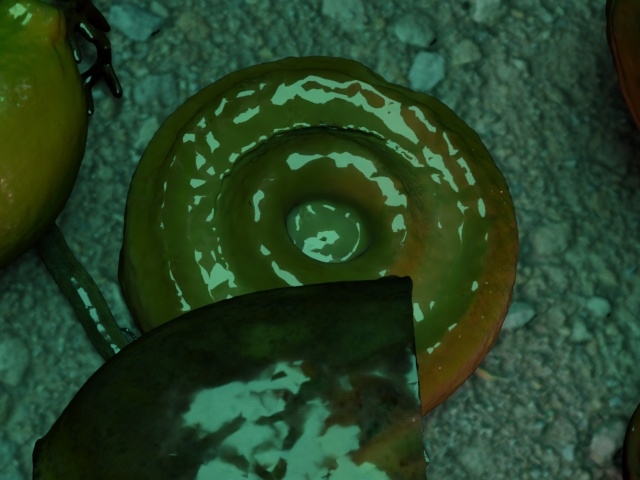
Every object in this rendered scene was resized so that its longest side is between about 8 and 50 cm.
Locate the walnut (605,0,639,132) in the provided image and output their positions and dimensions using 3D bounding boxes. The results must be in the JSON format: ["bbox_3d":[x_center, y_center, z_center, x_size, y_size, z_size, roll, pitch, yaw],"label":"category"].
[{"bbox_3d":[0.395,-0.144,1.316,0.397,0.354,0.308,3,95,-6],"label":"walnut"}]

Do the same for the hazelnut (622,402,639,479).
[{"bbox_3d":[0.308,0.162,1.283,0.201,0.160,0.170,7,35,-4],"label":"hazelnut"}]

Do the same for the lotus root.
[{"bbox_3d":[-0.060,0.163,1.212,0.260,0.149,0.267,-3,92,0],"label":"lotus root"}]

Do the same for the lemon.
[{"bbox_3d":[-0.252,-0.069,1.290,0.184,0.184,0.248,46,113,11],"label":"lemon"}]

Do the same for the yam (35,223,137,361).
[{"bbox_3d":[-0.149,0.076,1.347,0.027,0.029,0.234,-35,77,12],"label":"yam"}]

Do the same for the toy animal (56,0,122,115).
[{"bbox_3d":[-0.147,-0.239,1.429,0.243,0.087,0.260,-17,70,-10],"label":"toy animal"}]

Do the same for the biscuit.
[{"bbox_3d":[0.000,0.000,1.351,0.296,0.102,0.296,2,68,-4],"label":"biscuit"}]
